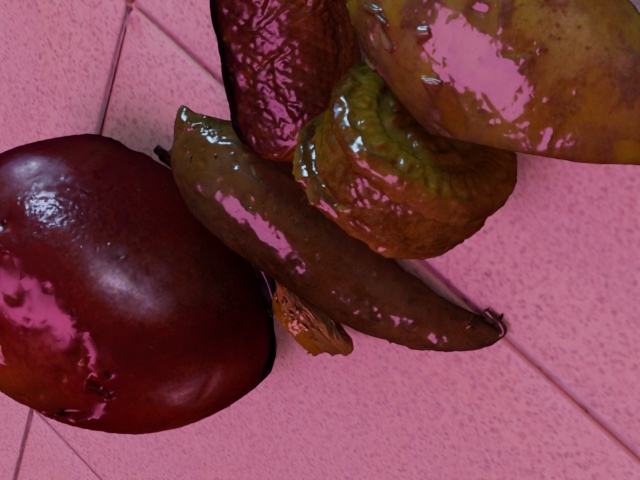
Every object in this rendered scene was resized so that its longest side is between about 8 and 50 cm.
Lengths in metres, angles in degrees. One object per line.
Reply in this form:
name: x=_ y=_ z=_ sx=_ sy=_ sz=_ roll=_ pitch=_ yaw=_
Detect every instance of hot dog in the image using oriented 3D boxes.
hot dog: x=-0.044 y=-0.194 z=0.999 sx=0.160 sy=0.099 sz=0.227 roll=14 pitch=125 yaw=37

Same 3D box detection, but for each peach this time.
peach: x=-0.250 y=0.067 z=1.261 sx=0.416 sy=0.353 sz=0.339 roll=15 pitch=148 yaw=-10

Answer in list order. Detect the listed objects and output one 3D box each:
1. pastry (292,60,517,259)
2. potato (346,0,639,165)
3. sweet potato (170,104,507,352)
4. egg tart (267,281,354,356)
pastry: x=0.076 y=-0.075 z=0.908 sx=0.189 sy=0.188 sz=0.103 roll=44 pitch=137 yaw=10
potato: x=0.145 y=-0.154 z=0.810 sx=0.298 sy=0.141 sz=0.176 roll=39 pitch=128 yaw=18
sweet potato: x=-0.001 y=0.005 z=1.093 sx=0.422 sy=0.130 sz=0.130 roll=38 pitch=138 yaw=7
egg tart: x=-0.016 y=0.089 z=1.170 sx=0.130 sy=0.052 sz=0.130 roll=47 pitch=-176 yaw=-4
